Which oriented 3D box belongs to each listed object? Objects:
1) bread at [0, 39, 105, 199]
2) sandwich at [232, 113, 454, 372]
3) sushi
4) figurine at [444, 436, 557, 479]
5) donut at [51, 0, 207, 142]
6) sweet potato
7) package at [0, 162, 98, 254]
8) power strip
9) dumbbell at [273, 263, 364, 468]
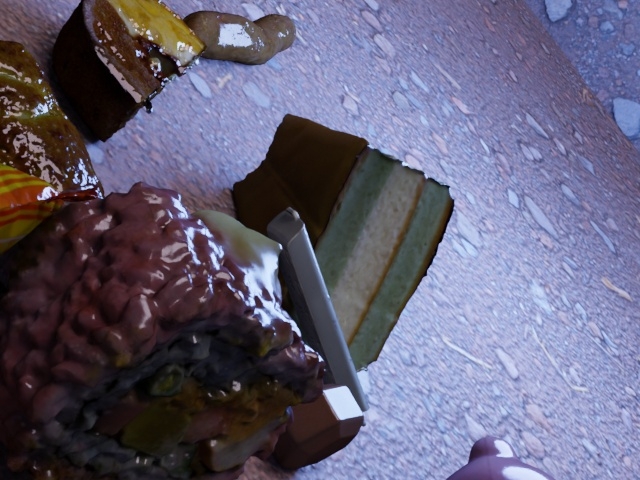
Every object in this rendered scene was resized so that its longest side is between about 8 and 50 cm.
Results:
[{"bbox_3d":[-0.265,-0.080,1.128,0.132,0.103,0.172,-13,70,-53],"label":"bread"},{"bbox_3d":[0.000,0.000,1.440,0.155,0.227,0.198,26,0,-37],"label":"sandwich"},{"bbox_3d":[-0.124,0.075,0.999,0.171,0.236,0.270,52,8,35],"label":"sushi"},{"bbox_3d":[0.171,0.288,1.264,0.173,0.173,0.173,37,30,-25],"label":"figurine"},{"bbox_3d":[-0.207,-0.188,1.374,0.141,0.085,0.217,48,26,-5],"label":"donut"},{"bbox_3d":[-0.114,-0.246,1.617,0.281,0.059,0.067,-15,80,-61],"label":"sweet potato"},{"bbox_3d":[-0.316,-0.012,0.851,0.223,0.288,0.108,-22,114,-67],"label":"package"},{"bbox_3d":[0.001,0.083,1.305,0.060,0.027,0.253,37,-30,62],"label":"power strip"},{"bbox_3d":[-0.047,0.100,1.258,0.082,0.092,0.231,-18,68,-32],"label":"dumbbell"}]
